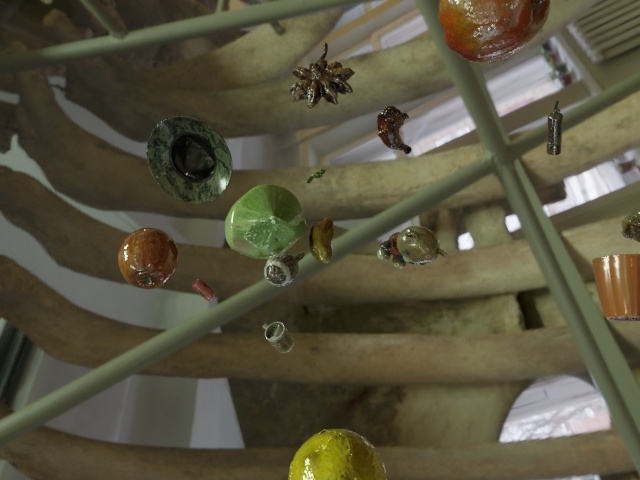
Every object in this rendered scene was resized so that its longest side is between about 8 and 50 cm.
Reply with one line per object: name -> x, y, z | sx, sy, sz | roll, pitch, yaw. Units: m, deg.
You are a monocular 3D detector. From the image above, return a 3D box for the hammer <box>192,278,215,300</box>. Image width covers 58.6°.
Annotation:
hammer -> -0.383, 0.162, 1.871 | 0.083, 0.043, 0.043 | 44, -156, -12

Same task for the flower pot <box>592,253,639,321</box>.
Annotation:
flower pot -> 0.873, 0.138, 1.618 | 0.190, 0.190, 0.173 | 31, -120, -59

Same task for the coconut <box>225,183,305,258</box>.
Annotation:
coconut -> -0.215, -0.067, 2.193 | 0.328, 0.328, 0.281 | 2, -99, -69

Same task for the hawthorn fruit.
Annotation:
hawthorn fruit -> 0.649, -0.853, 2.096 | 0.403, 0.402, 0.403 | 52, -157, -34

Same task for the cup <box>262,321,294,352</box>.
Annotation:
cup -> -0.152, 0.340, 1.988 | 0.099, 0.102, 0.074 | 61, -143, -43

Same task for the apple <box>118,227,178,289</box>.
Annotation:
apple -> -0.551, 0.061, 1.829 | 0.188, 0.188, 0.174 | 43, -152, -48

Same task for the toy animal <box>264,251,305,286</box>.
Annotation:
toy animal -> -0.100, 0.077, 1.657 | 0.098, 0.137, 0.098 | 56, 176, 6

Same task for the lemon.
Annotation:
lemon -> 0.068, 0.859, 2.027 | 0.387, 0.349, 0.350 | 51, -156, -27

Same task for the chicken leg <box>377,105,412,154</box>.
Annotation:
chicken leg -> 0.208, -0.304, 1.607 | 0.205, 0.093, 0.053 | 71, 179, -62

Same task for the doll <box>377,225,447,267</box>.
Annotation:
doll -> 0.404, 0.027, 2.552 | 0.235, 0.330, 0.174 | 32, -107, -19

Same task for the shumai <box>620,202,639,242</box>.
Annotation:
shumai -> 1.026, -0.059, 1.676 | 0.185, 0.218, 0.184 | 47, 163, 17

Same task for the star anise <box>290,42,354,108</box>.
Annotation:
star anise -> -0.013, -0.422, 1.466 | 0.234, 0.177, 0.073 | 57, 170, 43

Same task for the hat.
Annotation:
hat -> -0.371, -0.249, 1.699 | 0.266, 0.265, 0.128 | 61, -163, -14

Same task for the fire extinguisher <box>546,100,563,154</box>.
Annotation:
fire extinguisher -> 0.706, -0.333, 1.723 | 0.078, 0.045, 0.157 | -53, -38, -43

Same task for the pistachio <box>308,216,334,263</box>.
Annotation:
pistachio -> -0.001, -0.001, 2.230 | 0.100, 0.110, 0.189 | 6, -107, -19

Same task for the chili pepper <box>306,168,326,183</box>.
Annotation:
chili pepper -> -0.016, -0.205, 1.813 | 0.027, 0.083, 0.022 | 31, -133, -32
